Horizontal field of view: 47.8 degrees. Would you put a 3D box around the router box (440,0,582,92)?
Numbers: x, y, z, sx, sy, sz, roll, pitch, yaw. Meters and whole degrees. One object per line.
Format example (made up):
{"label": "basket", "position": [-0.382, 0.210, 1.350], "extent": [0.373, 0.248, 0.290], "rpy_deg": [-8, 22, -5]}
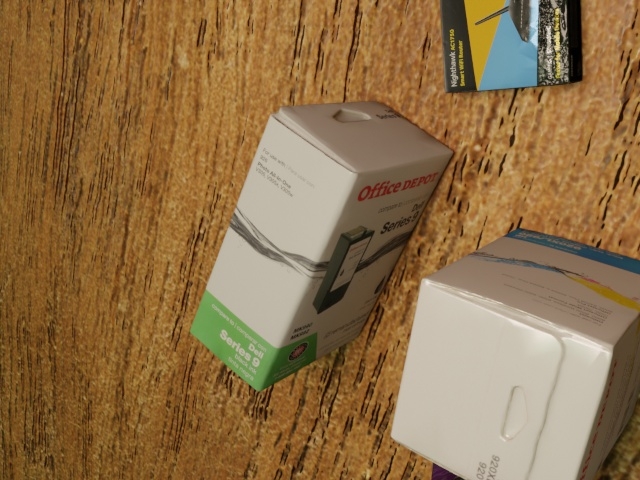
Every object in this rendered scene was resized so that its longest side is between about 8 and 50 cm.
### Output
{"label": "router box", "position": [0.188, -0.242, 0.722], "extent": [0.133, 0.046, 0.179], "rpy_deg": [3, 104, 36]}

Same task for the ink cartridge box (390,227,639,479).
{"label": "ink cartridge box", "position": [0.204, 0.108, 0.684], "extent": [0.168, 0.232, 0.171], "rpy_deg": [20, 113, 31]}

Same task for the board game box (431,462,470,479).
{"label": "board game box", "position": [0.191, 0.373, 0.636], "extent": [0.056, 0.208, 0.347], "rpy_deg": [-27, 87, 6]}

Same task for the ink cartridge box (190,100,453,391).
{"label": "ink cartridge box", "position": [0.000, 0.000, 0.820], "extent": [0.121, 0.211, 0.289], "rpy_deg": [38, 122, 24]}
